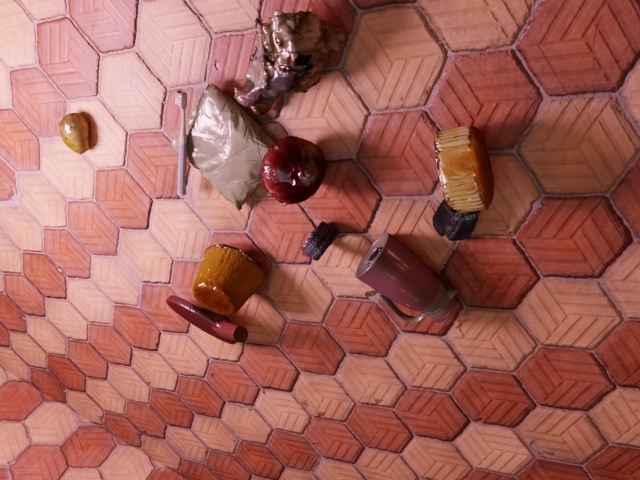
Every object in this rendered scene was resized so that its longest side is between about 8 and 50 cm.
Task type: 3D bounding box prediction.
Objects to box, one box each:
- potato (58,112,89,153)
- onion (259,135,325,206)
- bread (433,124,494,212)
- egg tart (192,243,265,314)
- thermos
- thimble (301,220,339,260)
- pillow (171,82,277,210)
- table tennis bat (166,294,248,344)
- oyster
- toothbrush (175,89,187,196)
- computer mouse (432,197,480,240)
[{"bbox_3d":[-0.757,-0.327,1.703,0.092,0.070,0.138,24,129,11],"label":"potato"},{"bbox_3d":[-0.058,-0.168,1.392,0.147,0.184,0.184,40,143,49],"label":"onion"},{"bbox_3d":[0.325,-0.159,1.225,0.114,0.132,0.190,-7,88,28],"label":"bread"},{"bbox_3d":[-0.288,0.126,1.713,0.215,0.170,0.215,15,142,12],"label":"egg tart"},{"bbox_3d":[0.231,0.121,1.478,0.265,0.146,0.176,37,124,-8],"label":"thermos"},{"bbox_3d":[-0.001,0.001,1.530,0.066,0.104,0.095,37,128,2],"label":"thimble"},{"bbox_3d":[-0.261,-0.244,1.513,0.281,0.076,0.274,45,131,-7],"label":"pillow"},{"bbox_3d":[-0.369,0.275,1.828,0.415,0.051,0.268,4,146,52],"label":"table tennis bat"},{"bbox_3d":[-0.103,-0.408,1.281,0.198,0.133,0.337,29,151,-29],"label":"oyster"},{"bbox_3d":[-0.383,-0.257,1.526,0.030,0.025,0.342,34,136,23],"label":"toothbrush"},{"bbox_3d":[0.338,-0.072,1.344,0.106,0.062,0.192,25,128,9],"label":"computer mouse"}]
